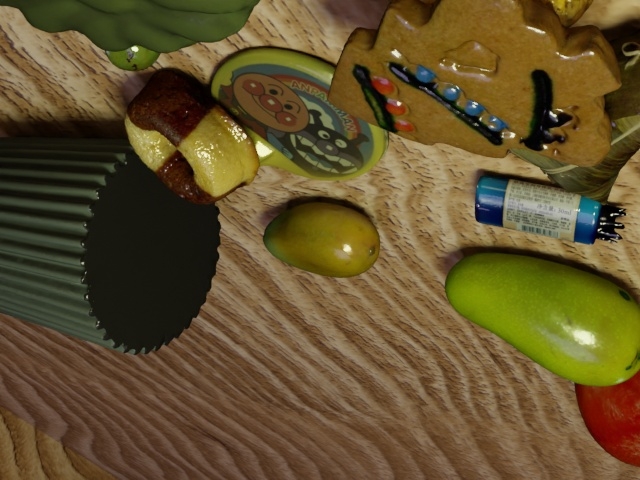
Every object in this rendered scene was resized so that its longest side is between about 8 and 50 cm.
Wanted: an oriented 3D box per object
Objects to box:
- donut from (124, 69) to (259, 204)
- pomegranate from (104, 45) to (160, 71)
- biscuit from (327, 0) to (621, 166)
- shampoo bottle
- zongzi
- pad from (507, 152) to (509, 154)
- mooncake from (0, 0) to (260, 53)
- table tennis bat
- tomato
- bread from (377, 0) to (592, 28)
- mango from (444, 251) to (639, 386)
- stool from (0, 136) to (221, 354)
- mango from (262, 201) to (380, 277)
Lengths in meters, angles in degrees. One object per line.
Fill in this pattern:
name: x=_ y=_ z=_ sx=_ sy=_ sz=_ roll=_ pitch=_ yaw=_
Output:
donut: x=-0.168 y=-0.122 z=1.557 sx=0.184 sy=0.073 sz=0.166 roll=48 pitch=151 yaw=-5
pomegranate: x=-0.222 y=-0.238 z=1.439 sx=0.084 sy=0.073 sz=0.073 roll=59 pitch=150 yaw=2
biscuit: x=0.132 y=-0.142 z=1.152 sx=0.302 sy=0.043 sz=0.278 roll=-6 pitch=146 yaw=40
shampoo bottle: x=0.283 y=-0.035 z=1.522 sx=0.183 sy=0.050 sz=0.087 roll=12 pitch=152 yaw=15
zongzi: x=0.325 y=-0.116 z=1.271 sx=0.248 sy=0.111 sz=0.241 roll=-12 pitch=149 yaw=44
pad: x=0.151 y=-0.155 z=1.418 sx=0.188 sy=0.006 sz=0.113 roll=24 pitch=156 yaw=-9
mooncake: x=-0.198 y=-0.316 z=1.099 sx=0.356 sy=0.194 sz=0.356 roll=16 pitch=155 yaw=8
table tennis bat: x=-0.062 y=-0.131 z=1.558 sx=0.224 sy=0.054 sz=0.369 roll=35 pitch=149 yaw=-18
tomato: x=0.531 y=0.265 z=1.837 sx=0.338 sy=0.143 sz=0.338 roll=10 pitch=157 yaw=4
bread: x=0.158 y=-0.222 z=1.153 sx=0.211 sy=0.114 sz=0.083 roll=-8 pitch=128 yaw=45
mango: x=0.307 y=0.098 z=1.686 sx=0.293 sy=0.143 sz=0.175 roll=23 pitch=163 yaw=16
stool: x=-0.357 y=-0.010 z=1.749 sx=0.330 sy=0.297 sz=0.297 roll=8 pitch=154 yaw=30
mango: x=0.000 y=0.000 z=1.741 sx=0.195 sy=0.091 sz=0.130 roll=4 pitch=154 yaw=38
